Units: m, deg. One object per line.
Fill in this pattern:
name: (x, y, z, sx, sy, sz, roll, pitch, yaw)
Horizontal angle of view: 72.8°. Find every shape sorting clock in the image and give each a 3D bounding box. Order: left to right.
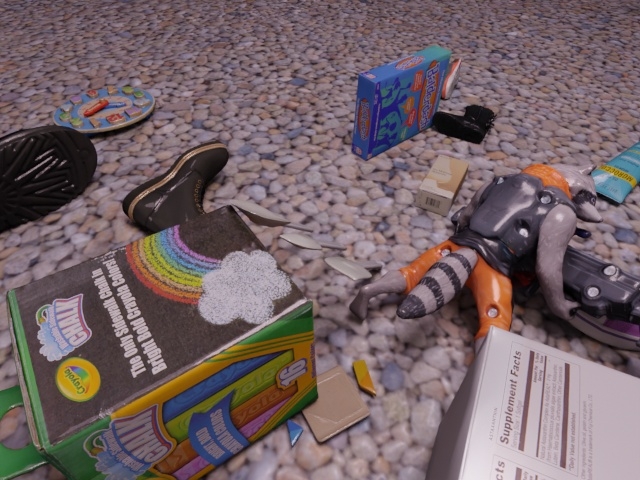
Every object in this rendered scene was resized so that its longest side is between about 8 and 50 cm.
shape sorting clock: (-0.457, -0.283, 0.921, 0.205, 0.040, 0.206, 1, 45, -1)

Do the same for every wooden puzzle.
wooden puzzle: (0.012, 0.184, 0.494, 0.116, 0.014, 0.079, -15, 43, -16)

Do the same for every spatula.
spatula: (0.000, 0.000, 0.549, 0.168, 0.019, 0.242, 27, 6, 16)

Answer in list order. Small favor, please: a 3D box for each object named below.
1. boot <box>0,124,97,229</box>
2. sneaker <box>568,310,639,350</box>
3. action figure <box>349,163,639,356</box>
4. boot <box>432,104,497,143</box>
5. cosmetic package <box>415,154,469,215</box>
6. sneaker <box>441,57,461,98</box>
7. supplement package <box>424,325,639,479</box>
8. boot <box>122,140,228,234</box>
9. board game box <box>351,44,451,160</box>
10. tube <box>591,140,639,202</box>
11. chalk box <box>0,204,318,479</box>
boot: (-0.578, -0.122, 0.695, 0.260, 0.131, 0.348, 34, 54, 28)
sneaker: (0.455, 0.061, 0.526, 0.281, 0.161, 0.102, 8, 47, 8)
action figure: (0.243, 0.030, 0.515, 0.330, 0.179, 0.341, -45, 42, -16)
boot: (0.305, -0.256, 0.914, 0.121, 0.045, 0.099, 26, 52, 13)
cosmetic package: (0.213, -0.099, 0.758, 0.060, 0.041, 0.115, 20, 48, 18)
sneaker: (0.297, -0.397, 1.046, 0.064, 0.061, 0.158, 14, 46, 21)
supplement package: (0.213, 0.235, 0.316, 0.262, 0.200, 0.198, 19, 47, 16)
boot: (-0.195, -0.067, 0.703, 0.137, 0.077, 0.198, 36, 67, 24)
board game box: (0.155, -0.267, 0.840, 0.210, 0.160, 0.047, -32, 55, -28)
tube: (0.570, -0.133, 0.804, 0.207, 0.052, 0.080, -32, 44, -21)
chalk box: (-0.168, 0.125, 0.425, 0.288, 0.179, 0.180, -26, 48, -23)
